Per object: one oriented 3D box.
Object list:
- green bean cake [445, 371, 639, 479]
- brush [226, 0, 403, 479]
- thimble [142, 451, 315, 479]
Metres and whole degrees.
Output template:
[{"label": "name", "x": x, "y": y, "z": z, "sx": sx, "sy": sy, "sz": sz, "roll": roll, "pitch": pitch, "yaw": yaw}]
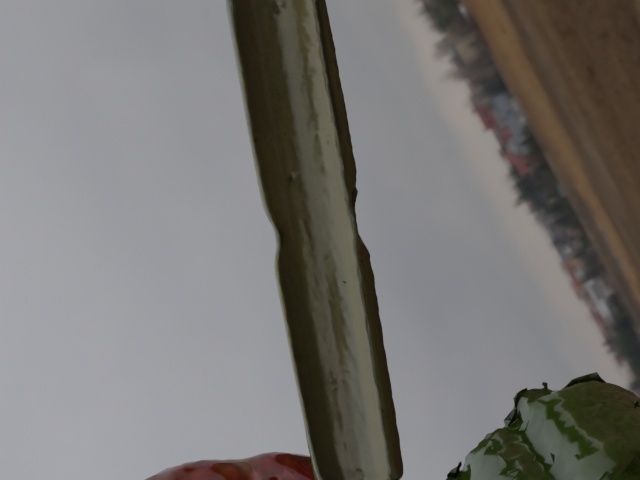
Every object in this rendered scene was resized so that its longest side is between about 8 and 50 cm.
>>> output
[{"label": "green bean cake", "x": 0.112, "y": 0.186, "z": 0.576, "sx": 0.200, "sy": 0.214, "sz": 0.113, "roll": 44, "pitch": -173, "yaw": -18}, {"label": "brush", "x": 0.000, "y": 0.000, "z": 0.758, "sx": 0.048, "sy": 0.054, "sz": 0.282, "roll": -72, "pitch": -28, "yaw": -76}, {"label": "thimble", "x": -0.039, "y": 0.321, "z": 0.880, "sx": 0.350, "sy": 0.350, "sz": 0.231, "roll": -108, "pitch": -2, "yaw": -47}]
